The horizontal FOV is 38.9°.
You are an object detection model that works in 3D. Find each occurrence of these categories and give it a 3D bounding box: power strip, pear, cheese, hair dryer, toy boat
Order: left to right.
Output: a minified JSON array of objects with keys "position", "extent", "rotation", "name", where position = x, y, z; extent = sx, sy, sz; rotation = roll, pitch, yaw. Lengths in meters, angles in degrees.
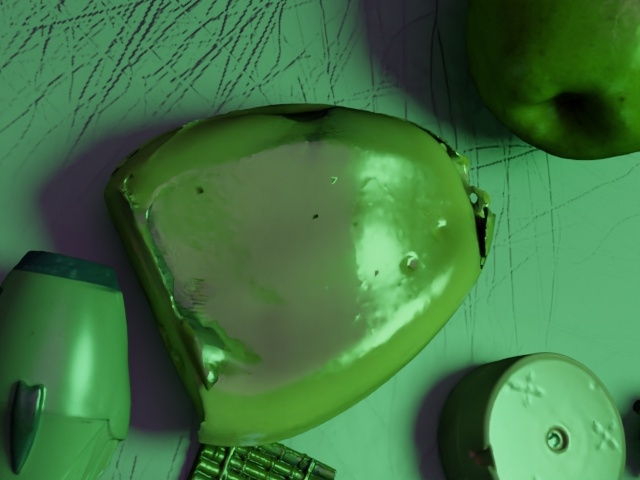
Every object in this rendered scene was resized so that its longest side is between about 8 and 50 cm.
[{"position":[-0.269,0.167,0.616],"extent":[0.298,0.119,0.296],"rotation":[-9,85,-8],"name":"hair dryer"},{"position":[-0.046,0.192,0.730],"extent":[0.115,0.016,0.063],"rotation":[26,70,-15],"name":"toy boat"},{"position":[0.000,0.000,0.739],"extent":[0.315,0.128,0.260],"rotation":[-24,91,-19],"name":"cheese"},{"position":[0.188,0.176,0.796],"extent":[0.154,0.078,0.154],"rotation":[7,72,-22],"name":"power strip"},{"position":[0.258,-0.220,0.827],"extent":[0.253,0.253,0.307],"rotation":[26,58,-15],"name":"pear"}]

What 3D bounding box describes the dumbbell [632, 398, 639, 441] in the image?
[{"position":[0.380,0.201,0.859],"extent":[0.208,0.099,0.099],"rotation":[29,68,-14],"name":"dumbbell"}]
